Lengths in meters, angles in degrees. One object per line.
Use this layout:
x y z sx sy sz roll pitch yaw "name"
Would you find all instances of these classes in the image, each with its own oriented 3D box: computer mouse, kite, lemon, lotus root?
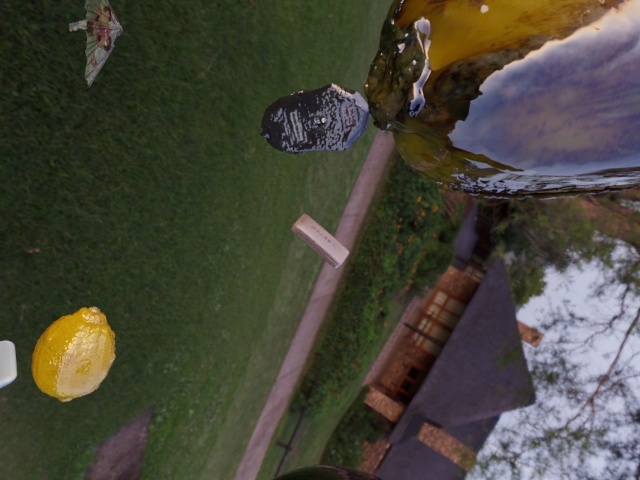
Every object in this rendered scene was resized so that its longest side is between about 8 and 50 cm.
-0.007 -0.182 0.785 0.057 0.172 0.099 -66 145 -63 "computer mouse"
-0.616 -0.577 1.415 0.013 0.268 0.323 -13 118 -50 "kite"
-0.466 0.215 0.990 0.142 0.142 0.187 41 67 -71 "lemon"
0.231 -0.137 0.388 0.179 0.397 0.196 153 -68 -82 "lotus root"

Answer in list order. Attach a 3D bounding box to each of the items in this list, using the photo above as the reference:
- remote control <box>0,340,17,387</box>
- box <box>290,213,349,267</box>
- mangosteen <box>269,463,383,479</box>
-0.728 0.301 1.000 0.293 0.103 0.051 -26 139 -10 "remote control"
0.000 0.000 0.965 0.025 0.115 0.048 -48 -179 37 "box"
0.056 0.467 0.636 0.435 0.382 0.382 -13 152 -2 "mangosteen"
